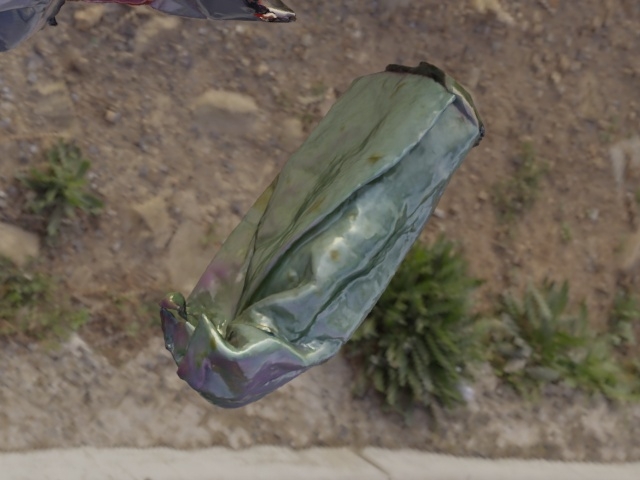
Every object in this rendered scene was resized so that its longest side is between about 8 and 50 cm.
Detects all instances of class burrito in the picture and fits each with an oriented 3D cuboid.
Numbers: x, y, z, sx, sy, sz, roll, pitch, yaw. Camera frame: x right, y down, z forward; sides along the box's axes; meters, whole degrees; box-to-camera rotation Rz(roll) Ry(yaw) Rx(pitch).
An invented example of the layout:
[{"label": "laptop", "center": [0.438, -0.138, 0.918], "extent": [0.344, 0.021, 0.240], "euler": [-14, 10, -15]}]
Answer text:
[{"label": "burrito", "center": [0.000, 0.000, 0.723], "extent": [0.089, 0.144, 0.229], "euler": [42, 80, -16]}]

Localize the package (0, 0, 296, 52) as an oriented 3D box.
[{"label": "package", "center": [-0.122, -0.117, 0.284], "extent": [0.269, 0.194, 0.071], "euler": [42, 48, -48]}]
